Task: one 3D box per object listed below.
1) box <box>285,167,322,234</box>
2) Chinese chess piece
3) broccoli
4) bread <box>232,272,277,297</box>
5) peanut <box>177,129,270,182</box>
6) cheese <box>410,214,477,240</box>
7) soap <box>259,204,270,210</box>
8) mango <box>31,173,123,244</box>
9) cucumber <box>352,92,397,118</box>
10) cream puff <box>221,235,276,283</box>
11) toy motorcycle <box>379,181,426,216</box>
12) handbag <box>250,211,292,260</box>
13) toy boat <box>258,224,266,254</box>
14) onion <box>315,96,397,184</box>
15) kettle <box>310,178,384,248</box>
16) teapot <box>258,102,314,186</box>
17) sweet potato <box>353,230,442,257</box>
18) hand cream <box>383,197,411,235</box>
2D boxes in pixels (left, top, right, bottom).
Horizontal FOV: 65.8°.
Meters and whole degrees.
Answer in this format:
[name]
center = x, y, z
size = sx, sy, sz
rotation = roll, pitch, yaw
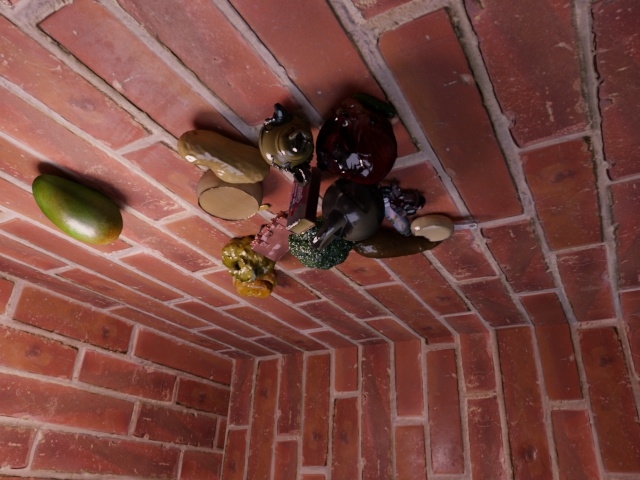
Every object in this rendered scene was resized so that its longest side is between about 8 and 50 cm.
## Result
[box]
center = -0.059, -0.141, 1.775
size = 0.069, 0.224, 0.120
rotation = 27, 143, -30
[Chinese chess piece]
center = -0.342, -0.172, 1.874
size = 0.249, 0.103, 0.250
rotation = 2, 152, 1
[broccoli]
center = 0.000, 0.000, 2.034
size = 0.261, 0.242, 0.269
rotation = 32, 137, -30
[bread]
center = -0.348, 0.225, 2.621
size = 0.235, 0.120, 0.198
rotation = 6, 155, -5
[peanut]
center = -0.319, -0.270, 1.644
size = 0.318, 0.148, 0.147
rotation = 15, 150, -28
[cheese]
center = 0.509, -0.062, 2.041
size = 0.248, 0.071, 0.163
rotation = -15, 149, 31
[soap]
center = -0.249, -0.133, 2.036
size = 0.089, 0.012, 0.034
rotation = -11, 149, 24
[mango]
center = -0.943, -0.121, 1.931
size = 0.225, 0.201, 0.382
rotation = 8, 151, 43
[cucumber]
center = 0.168, -0.396, 1.465
size = 0.167, 0.039, 0.039
rotation = 20, 148, -27
[cream puff]
center = -0.341, 0.106, 2.325
size = 0.281, 0.185, 0.282
rotation = -1, 154, 0
[toy motorcycle]
center = 0.314, -0.155, 1.867
size = 0.122, 0.082, 0.213
rotation = -23, 141, 37
[handbag]
center = -0.185, -0.015, 2.123
size = 0.157, 0.059, 0.212
rotation = 29, 117, -37
[toy boat]
center = -0.253, 0.002, 2.197
size = 0.055, 0.060, 0.141
rotation = 11, 109, -16
[onion]
center = 0.099, -0.285, 1.500
size = 0.280, 0.221, 0.281
rotation = 37, 160, 16
[kettle]
center = 0.081, -0.088, 1.686
size = 0.321, 0.228, 0.324
rotation = -44, 175, 1
[teapot]
center = -0.088, -0.286, 1.507
size = 0.173, 0.270, 0.182
rotation = -27, -162, -17
[sweet potato]
center = 0.324, 0.017, 2.165
size = 0.422, 0.131, 0.130
rotation = 2, 153, -13
[hand cream]
center = 0.306, -0.099, 2.023
size = 0.088, 0.055, 0.256
rotation = -17, 141, 25
